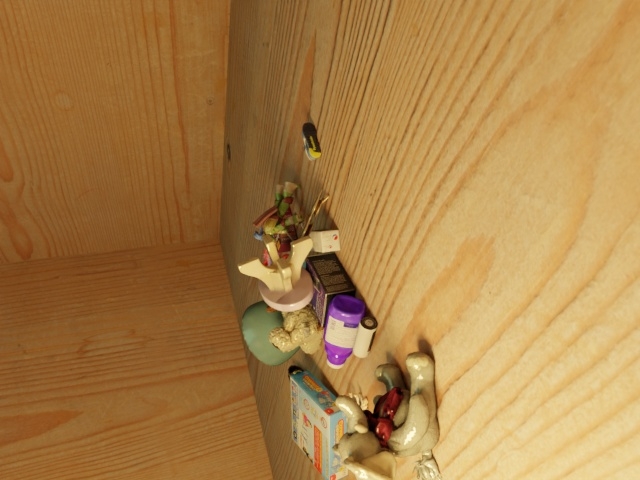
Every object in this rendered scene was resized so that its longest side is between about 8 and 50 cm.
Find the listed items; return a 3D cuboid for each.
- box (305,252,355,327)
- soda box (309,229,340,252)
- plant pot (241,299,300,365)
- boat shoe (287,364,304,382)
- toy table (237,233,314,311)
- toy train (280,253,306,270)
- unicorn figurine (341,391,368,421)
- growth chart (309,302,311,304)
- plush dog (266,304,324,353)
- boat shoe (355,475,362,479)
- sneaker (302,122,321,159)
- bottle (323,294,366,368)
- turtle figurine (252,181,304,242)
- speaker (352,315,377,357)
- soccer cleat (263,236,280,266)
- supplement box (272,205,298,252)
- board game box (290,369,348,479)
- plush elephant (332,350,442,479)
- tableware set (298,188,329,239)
[{"bbox_3d":[0.027,0.165,1.713,0.207,0.108,0.153,-121,30,-50],"label":"box"},{"bbox_3d":[0.000,0.000,1.793,0.216,0.069,0.074,-177,81,-72],"label":"soda box"},{"bbox_3d":[-0.165,0.366,2.160,0.195,0.290,0.291,-33,60,29],"label":"plant pot"},{"bbox_3d":[-0.108,0.625,2.314,0.227,0.081,0.069,164,94,-74],"label":"boat shoe"},{"bbox_3d":[-0.132,0.097,1.651,0.274,0.252,0.161,31,143,52],"label":"toy table"},{"bbox_3d":[-0.095,0.123,2.021,0.248,0.143,0.105,137,132,-73],"label":"toy train"},{"bbox_3d":[0.110,0.567,1.687,0.162,0.060,0.111,145,117,-69],"label":"unicorn figurine"},{"bbox_3d":[-0.043,0.199,1.832,0.021,0.237,0.172,-46,34,13],"label":"growth chart"},{"bbox_3d":[-0.083,0.299,1.972,0.211,0.262,0.225,-49,53,21],"label":"plush dog"},{"bbox_3d":[0.158,0.780,1.633,0.184,0.066,0.063,-115,23,-65],"label":"boat shoe"},{"bbox_3d":[-0.039,-0.354,1.806,0.059,0.053,0.144,131,131,-68],"label":"sneaker"},{"bbox_3d":[0.069,0.302,1.622,0.092,0.118,0.283,-68,-11,-50],"label":"bottle"},{"bbox_3d":[-0.124,-0.092,2.078,0.198,0.274,0.267,63,-143,-80],"label":"turtle figurine"},{"bbox_3d":[0.134,0.294,1.527,0.055,0.055,0.136,-117,27,-45],"label":"speaker"},{"bbox_3d":[-0.237,0.045,2.461,0.083,0.095,0.248,-117,27,-45],"label":"soccer cleat"},{"bbox_3d":[-0.165,-0.053,2.237,0.104,0.080,0.188,121,138,-61],"label":"supplement box"},{"bbox_3d":[-0.009,0.718,1.963,0.302,0.086,0.309,27,122,54],"label":"board game box"},{"bbox_3d":[0.144,0.463,1.246,0.272,0.255,0.330,140,121,-68],"label":"plush elephant"},{"bbox_3d":[-0.023,-0.072,1.741,0.128,0.039,0.194,123,170,-62],"label":"tableware set"}]
